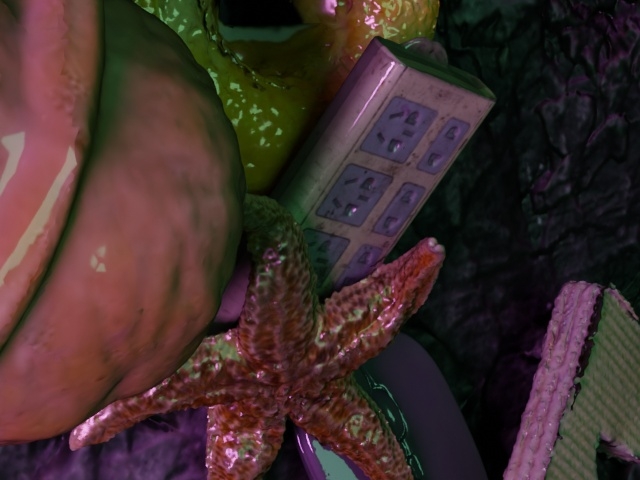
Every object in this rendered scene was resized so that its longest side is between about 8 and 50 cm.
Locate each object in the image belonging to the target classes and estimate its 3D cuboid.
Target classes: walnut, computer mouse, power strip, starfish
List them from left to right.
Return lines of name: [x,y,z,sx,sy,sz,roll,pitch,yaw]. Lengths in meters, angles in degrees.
walnut: [-0.182,-0.028,0.630,0.296,0.285,0.285,23,79,-38]
starfish: [-0.024,0.081,0.796,0.236,0.062,0.277,-30,130,-5]
power strip: [0.000,0.000,0.814,0.092,0.034,0.268,15,118,-42]
computer mouse: [0.056,0.173,0.913,0.120,0.057,0.232,-27,106,-31]

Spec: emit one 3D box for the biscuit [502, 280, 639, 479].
biscuit: [0.180,0.165,0.975,0.147,0.046,0.250,42,62,-46]

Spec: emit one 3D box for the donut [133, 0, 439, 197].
donut: [-0.039,-0.141,0.817,0.253,0.118,0.253,-11,112,-29]
